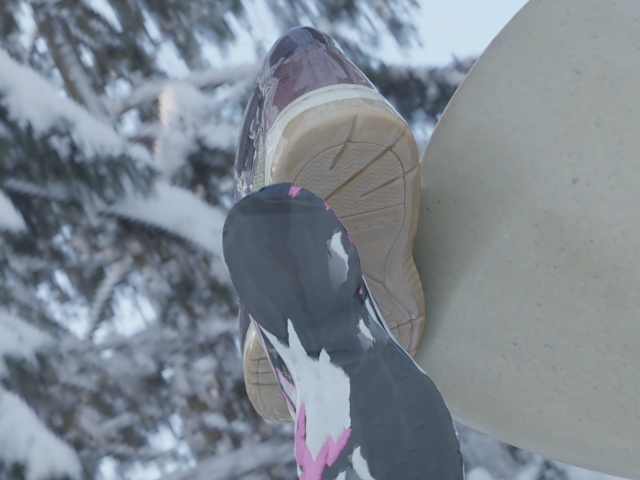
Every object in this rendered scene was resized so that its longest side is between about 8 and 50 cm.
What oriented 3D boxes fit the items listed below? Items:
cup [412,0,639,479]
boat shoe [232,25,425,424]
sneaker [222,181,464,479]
[{"bbox_3d":[0.235,0.018,1.030,0.331,0.237,0.331,-30,-42,-32],"label":"cup"},{"bbox_3d":[0.000,0.000,0.961,0.103,0.092,0.285,-9,-37,-7],"label":"boat shoe"},{"bbox_3d":[0.013,0.059,0.775,0.072,0.178,0.077,-18,-1,-1],"label":"sneaker"}]
